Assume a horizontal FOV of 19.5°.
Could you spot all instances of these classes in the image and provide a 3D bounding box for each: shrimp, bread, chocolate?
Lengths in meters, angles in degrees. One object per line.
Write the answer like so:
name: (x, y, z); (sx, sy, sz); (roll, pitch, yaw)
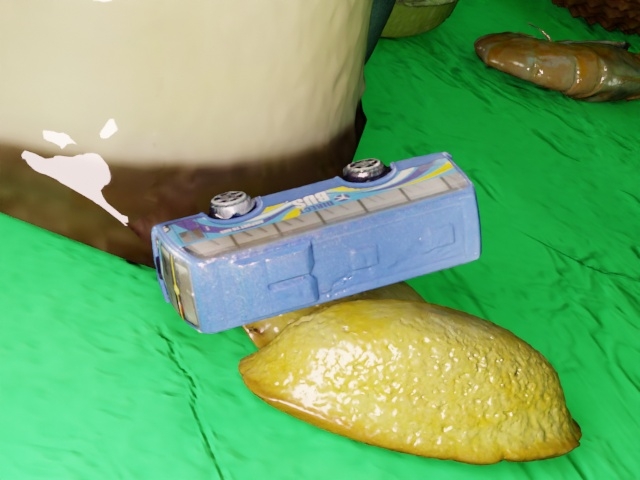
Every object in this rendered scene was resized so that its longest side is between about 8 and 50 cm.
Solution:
shrimp: (0.219, -0.152, 1.590); (0.217, 0.051, 0.115); (1, 28, -40)
bread: (0.047, 0.050, 0.922); (0.187, 0.065, 0.149); (13, 18, -17)
chocolate: (-0.094, -0.182, 1.017); (0.326, 0.297, 0.314); (24, 26, 0)

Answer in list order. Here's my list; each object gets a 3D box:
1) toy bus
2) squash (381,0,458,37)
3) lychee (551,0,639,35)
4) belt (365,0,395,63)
toy bus: (0.000, 0.000, 0.882); (0.153, 0.051, 0.061); (-15, 25, -15)
squash: (0.022, -0.239, 1.558); (0.220, 0.133, 0.220); (18, 38, -15)
lychee: (0.307, -0.323, 1.816); (0.267, 0.267, 0.267); (20, 22, -8)
belt: (-0.073, -0.194, 1.301); (0.267, 0.116, 0.206); (15, 23, -25)
